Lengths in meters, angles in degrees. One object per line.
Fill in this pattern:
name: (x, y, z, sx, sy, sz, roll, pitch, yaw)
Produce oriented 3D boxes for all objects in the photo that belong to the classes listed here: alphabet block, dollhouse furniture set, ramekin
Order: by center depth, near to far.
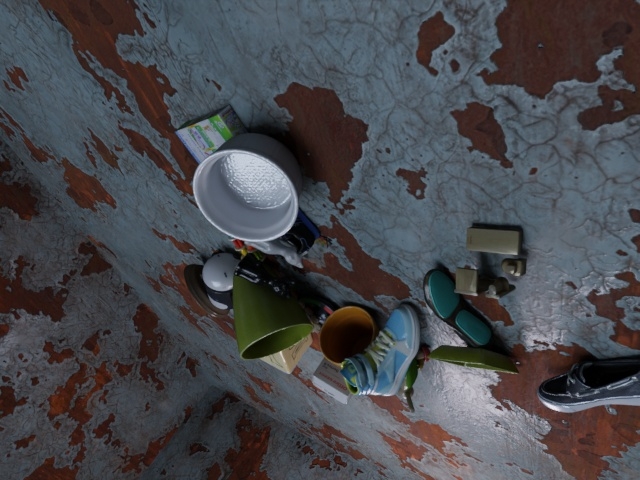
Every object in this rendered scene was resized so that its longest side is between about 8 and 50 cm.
dollhouse furniture set: (0.398, 0.042, 1.090, 0.144, 0.123, 0.152, 6, 102, 42)
ramekin: (-0.178, -0.143, 1.261, 0.276, 0.135, 0.277, 7, 128, 9)
alphabet block: (-0.168, 0.401, 2.003, 0.192, 0.193, 0.197, 20, 145, 26)

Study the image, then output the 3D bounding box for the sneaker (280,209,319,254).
sneaker: (-0.108, -0.062, 1.416, 0.232, 0.090, 0.081, 45, 148, -5)

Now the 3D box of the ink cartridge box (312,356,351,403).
ink cartridge box: (0.087, 0.482, 1.821, 0.154, 0.212, 0.093, 27, 147, 19)

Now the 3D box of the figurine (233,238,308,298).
figurine: (-0.159, 0.072, 1.610, 0.209, 0.092, 0.215, 27, 118, 7)

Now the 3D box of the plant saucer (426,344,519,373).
plant saucer: (0.434, 0.333, 1.365, 0.188, 0.045, 0.188, 21, 162, -35)

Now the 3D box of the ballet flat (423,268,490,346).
ballet flat: (0.340, 0.185, 1.284, 0.280, 0.095, 0.096, 49, 160, -18)

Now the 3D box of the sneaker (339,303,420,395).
sneaker: (0.170, 0.342, 1.446, 0.127, 0.208, 0.319, 38, 120, 54)

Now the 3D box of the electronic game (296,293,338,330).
electronic game: (0.005, 0.284, 1.806, 0.229, 0.048, 0.229, 27, 148, 19)

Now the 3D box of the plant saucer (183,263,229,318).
plant saucer: (-0.480, 0.210, 2.079, 0.278, 0.041, 0.278, 51, -169, -14)

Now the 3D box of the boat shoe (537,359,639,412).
boat shoe: (0.643, 0.338, 1.151, 0.102, 0.108, 0.301, 45, 146, -11)

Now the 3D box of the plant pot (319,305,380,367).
plant pot: (0.128, 0.355, 1.651, 0.205, 0.205, 0.188, 11, 156, 38)

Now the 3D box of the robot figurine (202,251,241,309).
robot figurine: (-0.375, 0.168, 1.936, 0.208, 0.174, 0.278, 19, 146, 12)

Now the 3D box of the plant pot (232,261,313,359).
plant pot: (-0.208, 0.237, 1.739, 0.275, 0.274, 0.294, 110, 139, -58)

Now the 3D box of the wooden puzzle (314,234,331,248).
wooden puzzle: (0.000, 0.000, 1.472, 0.083, 0.006, 0.049, 24, 146, 24)

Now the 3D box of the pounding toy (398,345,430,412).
pounding toy: (0.310, 0.422, 1.597, 0.183, 0.110, 0.237, -172, 71, -86)

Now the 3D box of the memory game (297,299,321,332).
memory game: (-0.068, 0.283, 1.839, 0.186, 0.012, 0.186, 34, 149, 24)

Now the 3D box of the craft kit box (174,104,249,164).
craft kit box: (-0.272, -0.247, 1.385, 0.246, 0.061, 0.250, 2, 134, 48)

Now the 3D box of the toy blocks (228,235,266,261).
toy blocks: (-0.272, 0.008, 1.724, 0.123, 0.054, 0.148, 9, 138, 41)
